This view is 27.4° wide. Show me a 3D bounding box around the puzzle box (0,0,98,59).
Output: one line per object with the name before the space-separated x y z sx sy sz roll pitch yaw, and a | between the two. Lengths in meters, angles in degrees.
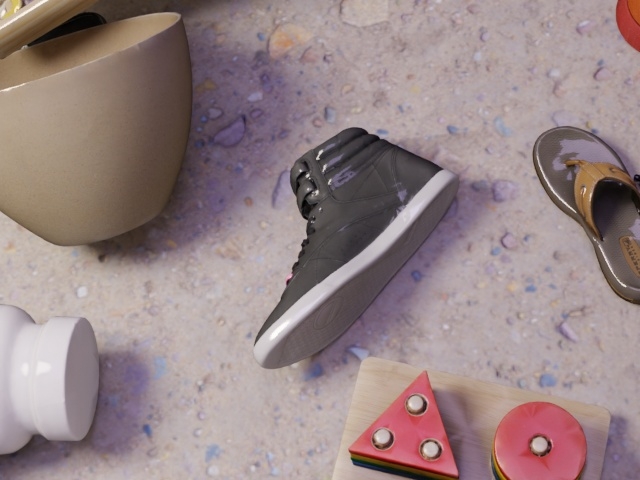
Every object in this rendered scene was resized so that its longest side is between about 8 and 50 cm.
puzzle box | -0.233 -0.410 1.410 0.408 0.052 0.272 -29 68 11

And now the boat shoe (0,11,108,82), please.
boat shoe | -0.344 -0.196 1.514 0.233 0.079 0.084 -31 65 -9

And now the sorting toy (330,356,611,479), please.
sorting toy | 0.133 0.248 1.263 0.257 0.089 0.256 11 68 11

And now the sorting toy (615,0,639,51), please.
sorting toy | 0.505 -0.245 1.416 0.365 0.126 0.127 18 70 14

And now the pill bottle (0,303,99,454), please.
pill bottle | -0.368 0.140 1.330 0.264 0.153 0.153 -1 67 6

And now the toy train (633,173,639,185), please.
toy train | 0.414 -0.055 1.397 0.158 0.027 0.036 14 66 11

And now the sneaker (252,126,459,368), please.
sneaker | 0.000 0.000 1.382 0.147 0.105 0.296 36 69 21

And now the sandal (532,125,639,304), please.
sandal | 0.300 -0.035 1.383 0.090 0.060 0.219 -21 66 -3

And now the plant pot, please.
plant pot | -0.252 -0.106 1.383 0.284 0.284 0.191 -18 108 -2
